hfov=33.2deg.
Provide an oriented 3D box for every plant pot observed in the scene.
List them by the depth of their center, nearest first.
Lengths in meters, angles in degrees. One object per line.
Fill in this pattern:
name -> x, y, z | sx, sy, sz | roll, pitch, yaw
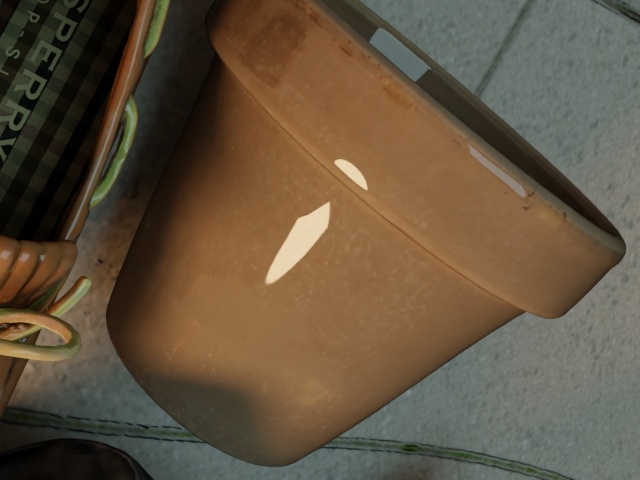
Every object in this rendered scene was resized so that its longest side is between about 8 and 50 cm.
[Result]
plant pot -> 0.000, 0.000, 0.613 | 0.263, 0.263, 0.229 | 29, 107, -41

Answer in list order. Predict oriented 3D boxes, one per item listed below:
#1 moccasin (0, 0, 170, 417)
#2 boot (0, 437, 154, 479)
moccasin -> -0.164, 0.001, 0.473 | 0.139, 0.147, 0.380 | 32, 75, -12
boot -> -0.039, 0.228, 0.664 | 0.367, 0.146, 0.445 | -38, 135, -4
